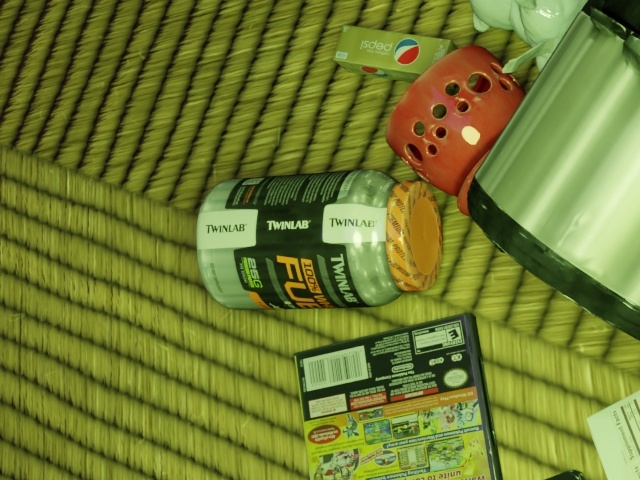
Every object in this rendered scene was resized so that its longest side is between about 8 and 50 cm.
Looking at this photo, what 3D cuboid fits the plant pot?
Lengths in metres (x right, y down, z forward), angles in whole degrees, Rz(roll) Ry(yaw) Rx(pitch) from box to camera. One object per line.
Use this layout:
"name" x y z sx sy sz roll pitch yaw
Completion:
"plant pot" 0.213 -0.143 1.821 0.191 0.191 0.174 -48 66 9

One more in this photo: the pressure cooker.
"pressure cooker" 0.417 -0.121 1.579 0.420 0.375 0.370 -58 16 14

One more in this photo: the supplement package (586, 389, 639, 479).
"supplement package" 0.487 0.263 1.539 0.262 0.199 0.198 -32 35 16

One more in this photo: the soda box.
"soda box" 0.115 -0.270 1.972 0.181 0.061 0.058 14 84 29

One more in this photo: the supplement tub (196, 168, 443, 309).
"supplement tub" 0.000 0.000 1.888 0.316 0.193 0.194 -3 76 26

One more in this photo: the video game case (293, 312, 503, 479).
"video game case" 0.104 0.250 1.865 0.274 0.035 0.248 -15 71 22

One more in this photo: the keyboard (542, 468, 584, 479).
"keyboard" 0.275 0.379 1.756 0.180 0.023 0.108 -25 62 20

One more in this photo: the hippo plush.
"hippo plush" 0.299 -0.292 1.811 0.236 0.294 0.234 37 135 50
